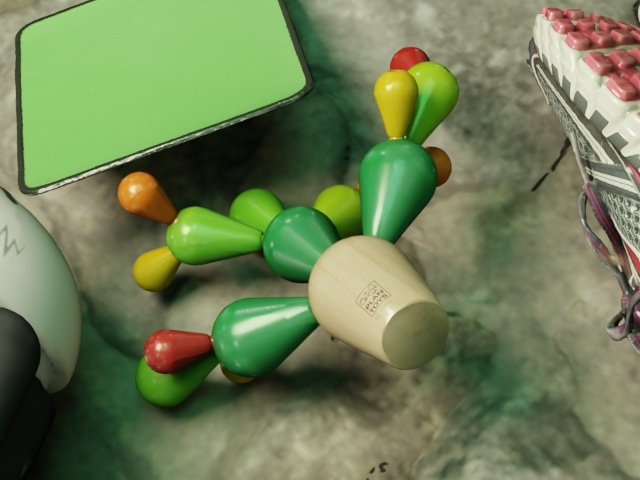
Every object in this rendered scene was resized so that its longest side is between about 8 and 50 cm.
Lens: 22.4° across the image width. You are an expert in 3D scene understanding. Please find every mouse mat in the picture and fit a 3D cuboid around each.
[{"bbox_3d":[-0.088,-0.095,0.842,0.153,0.007,0.189,-19,34,2],"label":"mouse mat"}]

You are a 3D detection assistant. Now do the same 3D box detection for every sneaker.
[{"bbox_3d":[0.171,-0.004,0.764,0.121,0.112,0.299,7,41,-32],"label":"sneaker"}]

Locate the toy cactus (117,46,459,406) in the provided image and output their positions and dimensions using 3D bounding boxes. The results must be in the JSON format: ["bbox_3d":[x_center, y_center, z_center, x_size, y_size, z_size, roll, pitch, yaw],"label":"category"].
[{"bbox_3d":[0.000,0.000,0.754,0.219,0.112,0.180,-39,32,-9],"label":"toy cactus"}]

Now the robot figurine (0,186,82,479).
[{"bbox_3d":[-0.220,0.088,0.708,0.209,0.173,0.278,19,65,13],"label":"robot figurine"}]

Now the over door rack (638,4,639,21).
[{"bbox_3d":[0.257,-0.157,0.710,0.108,0.239,0.324,7,38,-29],"label":"over door rack"}]
